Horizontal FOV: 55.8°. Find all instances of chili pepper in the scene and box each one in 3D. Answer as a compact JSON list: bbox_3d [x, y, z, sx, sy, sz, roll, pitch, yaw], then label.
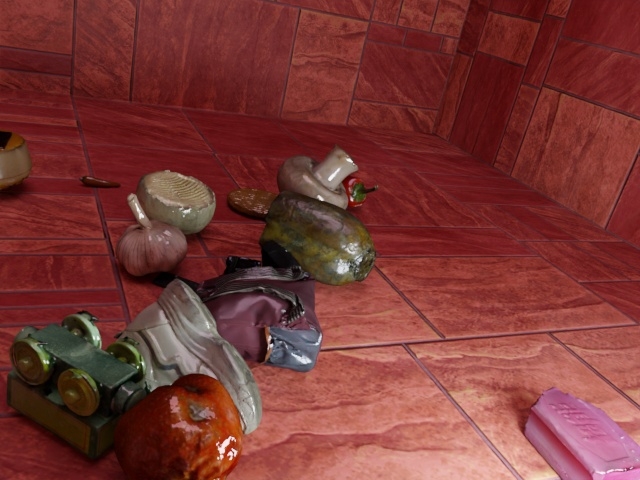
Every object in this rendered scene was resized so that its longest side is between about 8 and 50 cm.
[{"bbox_3d":[0.118,-0.199,2.453,0.338,0.131,0.135,30,4,42],"label":"chili pepper"}]

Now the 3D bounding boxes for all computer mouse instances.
[{"bbox_3d":[-0.100,0.087,1.714,0.074,0.121,0.217,-17,38,-29],"label":"computer mouse"}]

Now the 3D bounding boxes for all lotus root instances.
[{"bbox_3d":[0.000,0.000,1.836,0.346,0.250,0.250,27,27,19],"label":"lotus root"}]

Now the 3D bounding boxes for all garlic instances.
[{"bbox_3d":[-0.470,-0.028,1.638,0.199,0.225,0.199,-8,23,3],"label":"garlic"}]

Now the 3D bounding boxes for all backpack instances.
[{"bbox_3d":[-0.162,0.163,1.410,0.318,0.197,0.283,7,27,-9],"label":"backpack"}]

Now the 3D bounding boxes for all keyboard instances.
[{"bbox_3d":[-0.352,0.129,1.617,0.196,0.018,0.060,18,31,12],"label":"keyboard"}]

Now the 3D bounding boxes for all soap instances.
[{"bbox_3d":[0.555,0.433,1.307,0.162,0.099,0.250,-5,28,-21],"label":"soap"}]

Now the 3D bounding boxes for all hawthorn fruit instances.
[{"bbox_3d":[-0.209,0.350,0.995,0.208,0.207,0.243,-15,53,-48],"label":"hawthorn fruit"}]

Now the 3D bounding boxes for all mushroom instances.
[{"bbox_3d":[-0.004,-0.216,2.197,0.298,0.290,0.297,35,20,-15],"label":"mushroom"}]

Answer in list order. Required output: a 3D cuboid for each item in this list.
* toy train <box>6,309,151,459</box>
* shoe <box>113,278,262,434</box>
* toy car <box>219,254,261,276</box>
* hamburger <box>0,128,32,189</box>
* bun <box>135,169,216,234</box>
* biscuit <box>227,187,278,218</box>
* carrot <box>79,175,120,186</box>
[{"bbox_3d":[-0.434,0.254,1.081,0.272,0.188,0.159,23,25,19],"label":"toy train"},{"bbox_3d":[-0.270,0.267,1.211,0.342,0.211,0.132,53,-5,12],"label":"shoe"},{"bbox_3d":[-0.224,0.105,1.676,0.103,0.063,0.216,11,24,-3],"label":"toy car"},{"bbox_3d":[-1.069,-0.251,1.898,0.301,0.175,0.300,11,22,-4],"label":"hamburger"},{"bbox_3d":[-0.467,-0.106,1.917,0.260,0.152,0.259,20,29,-11],"label":"bun"},{"bbox_3d":[-0.225,-0.137,2.254,0.254,0.035,0.254,12,23,-5],"label":"biscuit"},{"bbox_3d":[-0.776,-0.204,2.128,0.142,0.035,0.035,9,23,-27],"label":"carrot"}]
